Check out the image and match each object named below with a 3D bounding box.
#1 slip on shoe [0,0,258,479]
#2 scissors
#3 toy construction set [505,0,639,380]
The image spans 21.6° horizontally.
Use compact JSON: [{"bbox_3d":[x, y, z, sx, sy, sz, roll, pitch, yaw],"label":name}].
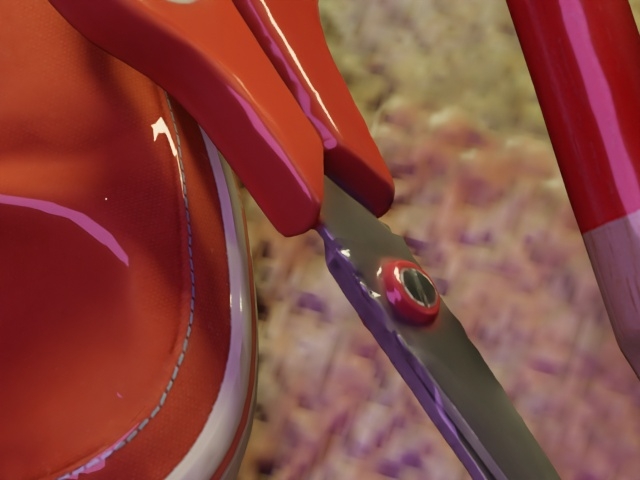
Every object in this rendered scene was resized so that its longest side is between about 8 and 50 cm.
[{"bbox_3d":[-0.112,-0.069,0.412,0.123,0.101,0.331,-25,69,5],"label":"slip on shoe"},{"bbox_3d":[0.000,0.000,0.362,0.021,0.109,0.297,-38,65,33],"label":"scissors"},{"bbox_3d":[0.192,-0.022,0.266,0.309,0.257,0.237,-21,79,30],"label":"toy construction set"}]
